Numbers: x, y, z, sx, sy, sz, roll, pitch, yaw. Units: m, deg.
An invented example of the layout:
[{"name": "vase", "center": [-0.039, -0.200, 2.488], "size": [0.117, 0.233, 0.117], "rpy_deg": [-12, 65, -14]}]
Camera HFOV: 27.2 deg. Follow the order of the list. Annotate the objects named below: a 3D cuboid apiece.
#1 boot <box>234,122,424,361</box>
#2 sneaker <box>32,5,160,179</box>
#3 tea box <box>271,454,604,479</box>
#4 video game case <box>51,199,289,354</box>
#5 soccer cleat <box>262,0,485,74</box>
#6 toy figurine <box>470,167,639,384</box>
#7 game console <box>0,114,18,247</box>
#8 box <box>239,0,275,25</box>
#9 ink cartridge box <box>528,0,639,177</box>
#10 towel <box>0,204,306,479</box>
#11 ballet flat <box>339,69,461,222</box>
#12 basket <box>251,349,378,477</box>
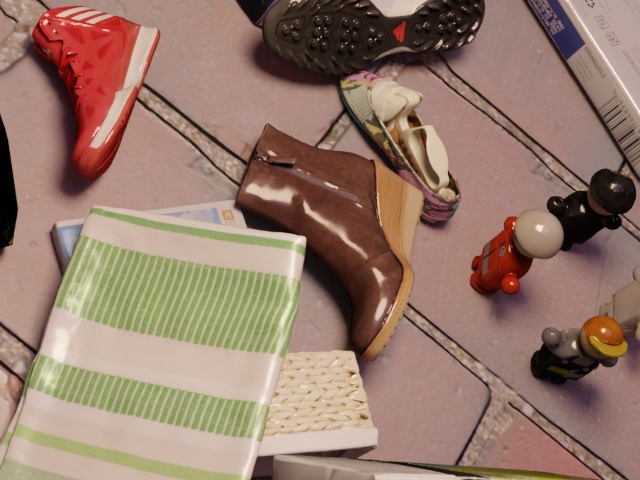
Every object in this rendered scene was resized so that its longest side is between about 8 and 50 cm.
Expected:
[{"name": "boot", "center": [0.000, 0.000, 1.449], "size": [0.207, 0.090, 0.248], "rpy_deg": [21, 53, -11]}, {"name": "sneaker", "center": [-0.258, -0.163, 1.403], "size": [0.128, 0.087, 0.221], "rpy_deg": [21, 44, -7]}, {"name": "tea box", "center": [0.130, 0.368, 1.174], "size": [0.324, 0.220, 0.329], "rpy_deg": [7, 83, -26]}, {"name": "video game case", "center": [-0.152, 0.057, 1.366], "size": [0.212, 0.023, 0.193], "rpy_deg": [-8, 69, -31]}, {"name": "soccer cleat", "center": [0.050, -0.275, 1.608], "size": [0.318, 0.108, 0.116], "rpy_deg": [-13, 36, -33]}, {"name": "toy figurine", "center": [0.309, 0.042, 1.542], "size": [0.213, 0.148, 0.209], "rpy_deg": [-24, 78, -36]}, {"name": "game console", "center": [-0.462, -0.059, 1.214], "size": [0.361, 0.044, 0.213], "rpy_deg": [-16, 94, -29]}, {"name": "box", "center": [0.066, -0.472, 1.595], "size": [0.395, 0.293, 0.212], "rpy_deg": [-30, 82, -36]}, {"name": "ink cartridge box", "center": [0.475, -0.275, 1.851], "size": [0.330, 0.071, 0.324], "rpy_deg": [-20, 75, -38]}, {"name": "towel", "center": [-0.160, 0.122, 1.225], "size": [0.248, 0.038, 0.324], "rpy_deg": [8, 62, 16]}, {"name": "ballet flat", "center": [0.104, -0.126, 1.565], "size": [0.077, 0.079, 0.221], "rpy_deg": [-23, 77, -34]}, {"name": "basket", "center": [-0.044, 0.172, 1.302], "size": [0.167, 0.113, 0.103], "rpy_deg": [1, 68, -29]}]
